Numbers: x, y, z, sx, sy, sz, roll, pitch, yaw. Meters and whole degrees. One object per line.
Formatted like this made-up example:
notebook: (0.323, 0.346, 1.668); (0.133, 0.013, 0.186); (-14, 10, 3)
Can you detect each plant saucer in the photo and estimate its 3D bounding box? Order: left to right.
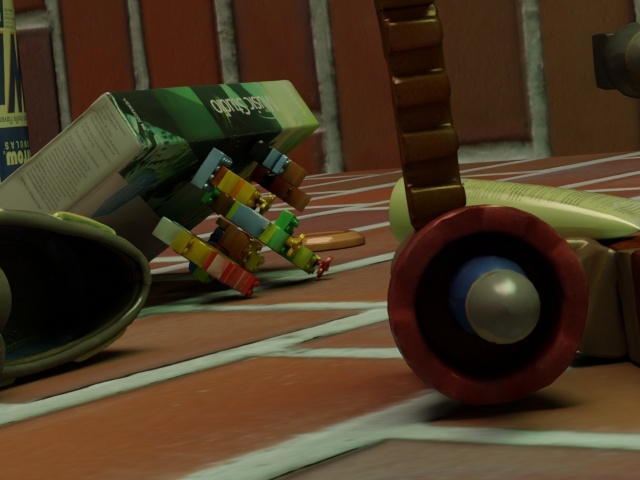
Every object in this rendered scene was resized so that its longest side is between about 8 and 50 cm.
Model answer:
plant saucer: (0.000, 0.000, 1.718); (0.084, 0.013, 0.083); (-5, 5, 0)

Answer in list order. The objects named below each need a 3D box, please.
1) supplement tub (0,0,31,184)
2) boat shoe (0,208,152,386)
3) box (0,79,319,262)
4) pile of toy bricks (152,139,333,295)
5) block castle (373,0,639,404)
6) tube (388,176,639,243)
supplement tub: (-0.374, -0.108, 1.592); (0.235, 0.324, 0.235); (-6, 4, 0)
boat shoe: (-0.202, 0.030, 0.992); (0.091, 0.109, 0.305); (-9, -1, 26)
box: (-0.157, -0.036, 1.452); (0.232, 0.058, 0.322); (-37, -7, 22)
pile of toy bricks: (-0.040, -0.004, 1.416); (0.105, 0.118, 0.212); (34, 1, 10)
block castle: (0.234, -0.098, 0.814); (0.453, 0.303, 0.213); (-7, 5, -4)
tube: (0.173, -0.020, 1.513); (0.240, 0.062, 0.070); (2, 52, 30)
